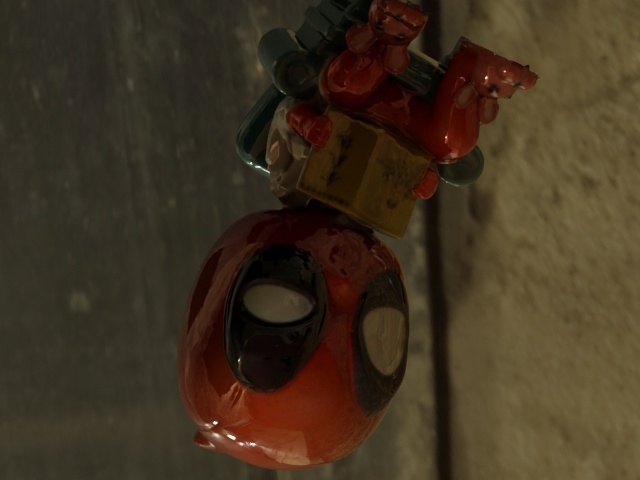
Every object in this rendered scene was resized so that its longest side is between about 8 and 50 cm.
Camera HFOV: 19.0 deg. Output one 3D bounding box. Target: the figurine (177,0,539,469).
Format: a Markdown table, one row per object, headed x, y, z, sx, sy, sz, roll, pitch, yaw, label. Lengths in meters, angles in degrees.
| x | y | z | sx | sy | sz | roll | pitch | yaw | label |
| --- | --- | --- | --- | --- | --- | --- | --- | --- | --- |
| 0.000 | 0.000 | 0.524 | 0.068 | 0.075 | 0.140 | 23 | 97 | -19 | figurine |
